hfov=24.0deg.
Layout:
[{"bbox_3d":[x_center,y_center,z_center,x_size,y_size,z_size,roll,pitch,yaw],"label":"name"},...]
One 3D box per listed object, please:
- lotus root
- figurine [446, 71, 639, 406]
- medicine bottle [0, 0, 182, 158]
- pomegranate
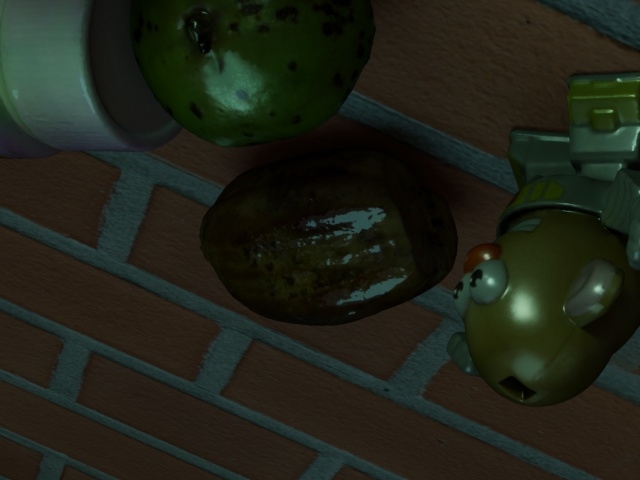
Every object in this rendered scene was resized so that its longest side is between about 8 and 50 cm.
[{"bbox_3d":[0.004,-0.006,1.575,0.291,0.193,0.193,-7,140,38],"label":"lotus root"},{"bbox_3d":[0.215,0.015,1.328,0.167,0.285,0.342,16,152,8],"label":"figurine"},{"bbox_3d":[-0.317,-0.188,1.428,0.388,0.219,0.219,3,146,29],"label":"medicine bottle"},{"bbox_3d":[-0.051,-0.185,1.300,0.211,0.211,0.263,12,-169,18],"label":"pomegranate"}]
